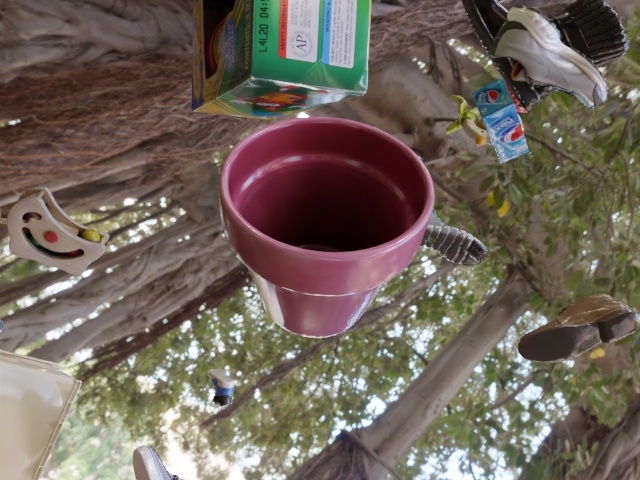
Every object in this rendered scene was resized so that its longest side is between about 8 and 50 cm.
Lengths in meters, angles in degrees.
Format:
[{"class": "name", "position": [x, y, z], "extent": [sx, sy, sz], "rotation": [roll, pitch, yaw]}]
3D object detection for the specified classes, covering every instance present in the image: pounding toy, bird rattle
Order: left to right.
[{"class": "pounding toy", "position": [-0.640, -0.047, 1.187], "extent": [0.154, 0.269, 0.155], "rotation": [-58, -154, 17]}, {"class": "bird rattle", "position": [0.502, -0.351, 1.479], "extent": [0.143, 0.253, 0.207], "rotation": [93, -14, -48]}]

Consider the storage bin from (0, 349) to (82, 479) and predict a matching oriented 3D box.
[{"class": "storage bin", "position": [-0.572, 0.303, 0.794], "extent": [0.123, 0.261, 0.262], "rotation": [6, -21, 37]}]

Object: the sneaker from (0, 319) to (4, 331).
[{"class": "sneaker", "position": [-0.635, 0.034, 0.872], "extent": [0.300, 0.121, 0.111], "rotation": [52, -34, 4]}]

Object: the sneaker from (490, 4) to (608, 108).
[{"class": "sneaker", "position": [0.435, -0.328, 0.959], "extent": [0.271, 0.100, 0.108], "rotation": [29, -70, -19]}]

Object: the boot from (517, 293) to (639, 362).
[{"class": "boot", "position": [0.647, 0.225, 1.302], "extent": [0.115, 0.305, 0.112], "rotation": [-104, 176, -61]}]

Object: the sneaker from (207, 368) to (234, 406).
[{"class": "sneaker", "position": [-0.288, 0.422, 1.430], "extent": [0.152, 0.058, 0.085], "rotation": [6, -91, 59]}]

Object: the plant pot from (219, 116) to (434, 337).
[{"class": "plant pot", "position": [0.000, 0.000, 0.527], "extent": [0.201, 0.201, 0.180], "rotation": [38, -35, 25]}]

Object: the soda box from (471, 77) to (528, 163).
[{"class": "soda box", "position": [0.388, -0.250, 1.075], "extent": [0.067, 0.210, 0.071], "rotation": [-23, -118, 22]}]

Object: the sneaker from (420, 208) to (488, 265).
[{"class": "sneaker", "position": [0.278, -0.034, 1.159], "extent": [0.228, 0.132, 0.086], "rotation": [21, -48, -6]}]

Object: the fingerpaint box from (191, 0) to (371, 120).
[{"class": "fingerpaint box", "position": [-0.078, -0.421, 0.725], "extent": [0.371, 0.163, 0.446], "rotation": [-161, -107, -64]}]

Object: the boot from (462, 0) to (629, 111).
[{"class": "boot", "position": [0.518, -0.512, 1.185], "extent": [0.260, 0.131, 0.348], "rotation": [-35, -84, 22]}]

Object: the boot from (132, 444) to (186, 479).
[{"class": "boot", "position": [-0.229, 0.400, 0.798], "extent": [0.069, 0.086, 0.190], "rotation": [-13, -84, 47]}]

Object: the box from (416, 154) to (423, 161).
[{"class": "box", "position": [0.272, -0.166, 1.854], "extent": [0.060, 0.216, 0.270], "rotation": [29, -32, 4]}]
